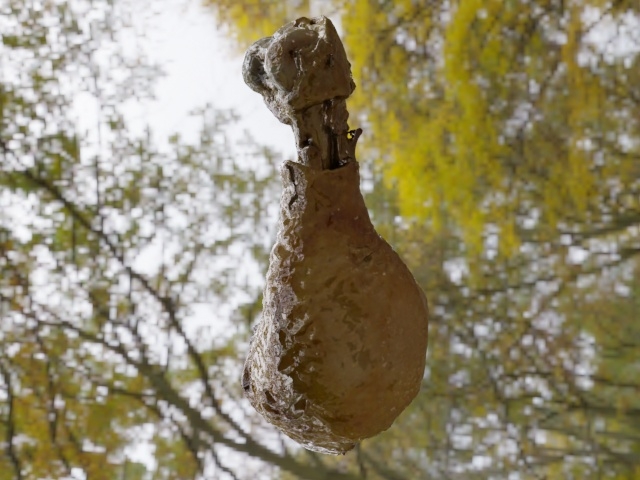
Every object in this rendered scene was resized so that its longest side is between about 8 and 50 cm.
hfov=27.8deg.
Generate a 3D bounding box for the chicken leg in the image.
[{"bbox_3d":[0.002,0.000,0.735,0.107,0.087,0.252,-12,-79,-24],"label":"chicken leg"}]
